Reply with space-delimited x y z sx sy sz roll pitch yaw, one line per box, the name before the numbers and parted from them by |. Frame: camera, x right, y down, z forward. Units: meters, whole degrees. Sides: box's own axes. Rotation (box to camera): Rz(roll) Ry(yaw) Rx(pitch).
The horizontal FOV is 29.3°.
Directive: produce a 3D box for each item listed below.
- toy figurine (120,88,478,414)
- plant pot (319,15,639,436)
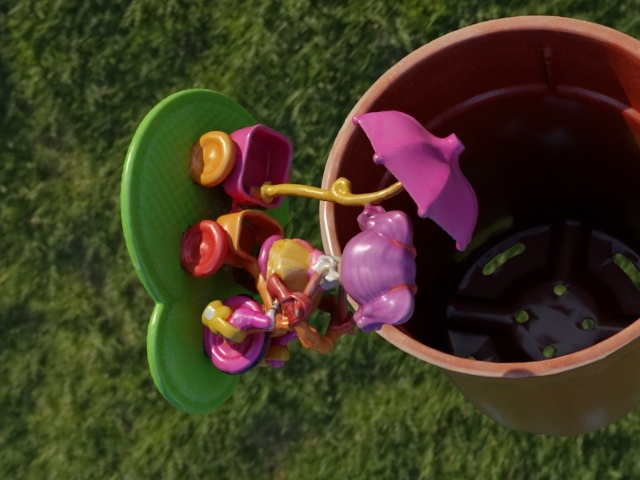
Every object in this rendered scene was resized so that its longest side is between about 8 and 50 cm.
toy figurine | 0.000 0.000 0.601 0.159 0.173 0.130 -5 163 37
plant pot | 0.164 0.018 0.934 0.272 0.272 0.265 10 158 21
